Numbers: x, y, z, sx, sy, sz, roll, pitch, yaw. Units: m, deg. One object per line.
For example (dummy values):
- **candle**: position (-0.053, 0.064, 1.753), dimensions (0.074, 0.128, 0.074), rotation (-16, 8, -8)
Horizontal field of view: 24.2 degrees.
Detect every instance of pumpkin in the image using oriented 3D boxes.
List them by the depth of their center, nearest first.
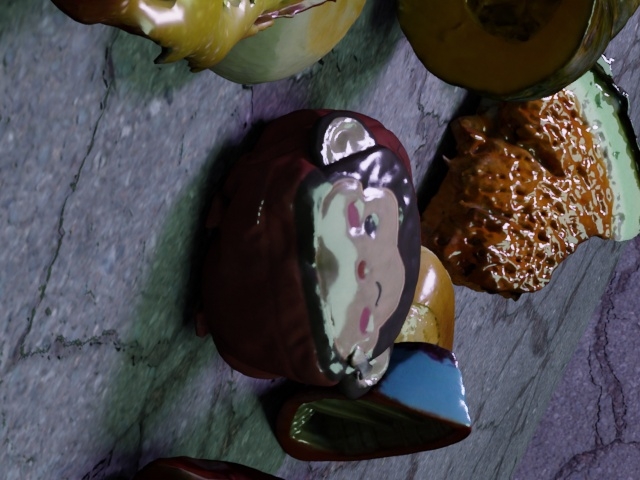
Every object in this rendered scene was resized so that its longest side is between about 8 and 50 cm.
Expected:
- **pumpkin**: position (0.180, -0.253, 1.209), dimensions (0.139, 0.190, 0.281), rotation (-22, 145, -56)

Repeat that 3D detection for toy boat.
- **toy boat**: position (0.035, 0.149, 1.332), dimensions (0.392, 0.136, 0.079), rotation (144, -35, -72)

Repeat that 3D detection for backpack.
- **backpack**: position (0.002, 0.000, 1.152), dimensions (0.229, 0.138, 0.229), rotation (-20, 113, -58)

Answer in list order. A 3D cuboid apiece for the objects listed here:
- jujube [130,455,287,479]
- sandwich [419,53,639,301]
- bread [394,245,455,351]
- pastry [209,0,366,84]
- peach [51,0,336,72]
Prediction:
- **jujube**: position (-0.102, 0.356, 1.115), dimensions (0.276, 0.276, 0.377), rotation (15, 86, -72)
- **sandwich**: position (0.207, -0.056, 1.630), dimensions (0.301, 0.162, 0.250), rotation (-41, 117, -18)
- **bread**: position (0.075, 0.097, 1.505), dimensions (0.140, 0.106, 0.236), rotation (-60, 162, -24)
- **pastry**: position (-0.022, -0.168, 0.942), dimensions (0.156, 0.092, 0.156), rotation (-50, 160, -25)
- **peach**: position (-0.024, -0.229, 0.707), dimensions (0.361, 0.201, 0.257), rotation (-33, 175, -38)
